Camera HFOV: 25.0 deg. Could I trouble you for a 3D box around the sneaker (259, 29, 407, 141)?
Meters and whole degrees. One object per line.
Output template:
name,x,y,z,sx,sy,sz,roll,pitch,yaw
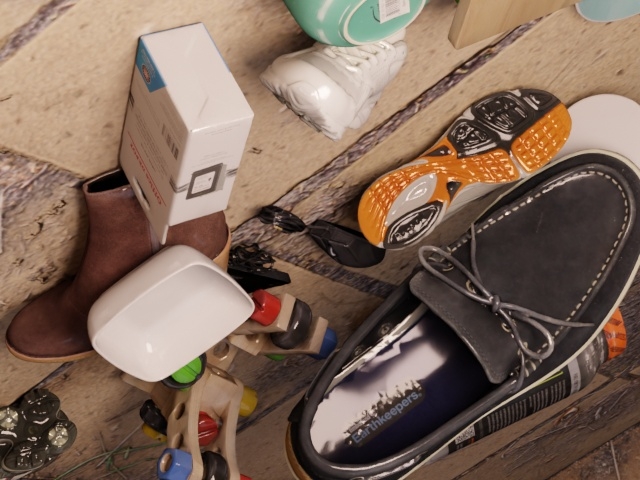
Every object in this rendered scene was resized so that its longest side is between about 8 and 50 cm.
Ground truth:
sneaker,0.021,-0.157,1.250,0.115,0.090,0.232,-51,179,14

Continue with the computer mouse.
computer mouse,0.000,0.000,1.591,0.242,0.071,0.041,16,98,-57

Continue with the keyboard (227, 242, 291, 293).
keyboard,-0.098,0.024,1.600,0.100,0.038,0.192,-13,166,27

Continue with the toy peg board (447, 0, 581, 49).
toy peg board,0.178,-0.265,1.242,0.160,0.079,0.161,-24,158,-19

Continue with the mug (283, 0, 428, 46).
mug,0.021,-0.216,1.140,0.157,0.097,0.129,-3,146,-46

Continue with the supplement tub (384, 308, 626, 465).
supplement tub,0.234,0.152,1.989,0.338,0.207,0.207,-24,156,-8

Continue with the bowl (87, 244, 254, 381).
bowl,-0.150,0.064,1.391,0.142,0.053,0.142,-37,148,5

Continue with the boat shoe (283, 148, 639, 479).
boat shoe,0.163,0.089,1.528,0.500,0.187,0.156,-41,167,-5

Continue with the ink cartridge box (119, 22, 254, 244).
ink cartridge box,-0.119,-0.088,1.242,0.060,0.104,0.180,-18,155,-24

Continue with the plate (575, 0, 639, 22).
plate,0.329,-0.286,1.428,0.188,0.024,0.188,-23,155,-11

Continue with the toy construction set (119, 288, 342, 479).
toy construction set,-0.087,0.152,1.685,0.309,0.237,0.257,1,103,-26

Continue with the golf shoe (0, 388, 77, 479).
golf shoe,-0.412,0.263,1.646,0.273,0.105,0.120,-15,161,-26

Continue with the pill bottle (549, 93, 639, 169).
pill bottle,0.362,-0.074,1.734,0.153,0.153,0.264,-33,156,10

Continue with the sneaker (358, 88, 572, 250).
sneaker,0.154,-0.080,1.599,0.262,0.099,0.121,-30,177,-1

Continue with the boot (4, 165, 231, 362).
boot,-0.210,0.009,1.403,0.248,0.090,0.207,-23,144,-9
